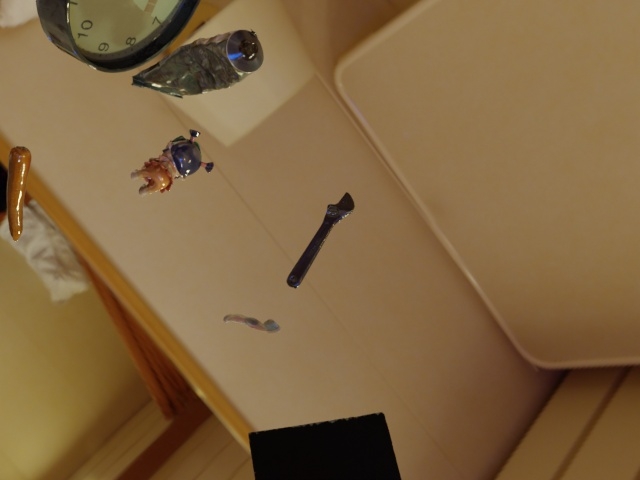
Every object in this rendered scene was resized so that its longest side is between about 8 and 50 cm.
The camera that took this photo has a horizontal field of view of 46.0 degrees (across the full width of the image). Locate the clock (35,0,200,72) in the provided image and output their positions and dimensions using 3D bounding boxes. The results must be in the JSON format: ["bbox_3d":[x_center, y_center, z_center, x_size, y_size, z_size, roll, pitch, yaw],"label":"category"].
[{"bbox_3d":[-0.350,-0.492,1.405,0.386,0.076,0.386,-49,163,-21],"label":"clock"}]

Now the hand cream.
[{"bbox_3d":[-0.154,-0.215,0.964,0.248,0.075,0.052,-5,-128,50],"label":"hand cream"}]

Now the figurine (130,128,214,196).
[{"bbox_3d":[-0.345,-0.175,1.785,0.102,0.111,0.195,-4,-148,32],"label":"figurine"}]

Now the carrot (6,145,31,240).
[{"bbox_3d":[-0.544,-0.081,1.349,0.037,0.037,0.190,-59,168,-63],"label":"carrot"}]

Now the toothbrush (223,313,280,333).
[{"bbox_3d":[-0.139,0.159,1.465,0.021,0.027,0.269,-32,-168,-25],"label":"toothbrush"}]

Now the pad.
[{"bbox_3d":[0.009,0.378,1.264,0.243,0.163,0.004,-6,143,-9],"label":"pad"}]

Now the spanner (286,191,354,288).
[{"bbox_3d":[0.000,0.000,1.418,0.208,0.046,0.012,-58,176,-3],"label":"spanner"}]
